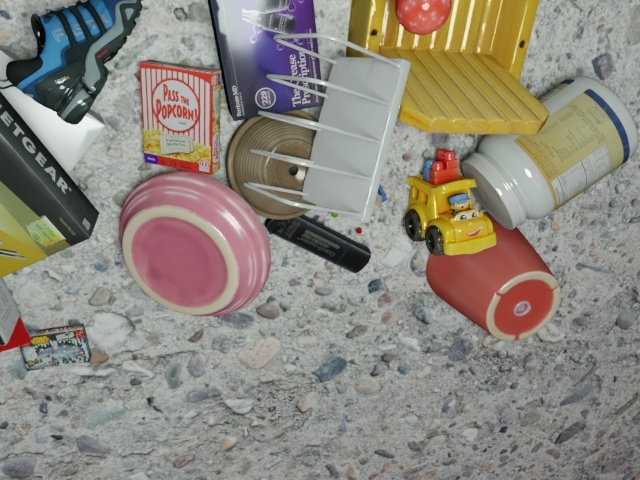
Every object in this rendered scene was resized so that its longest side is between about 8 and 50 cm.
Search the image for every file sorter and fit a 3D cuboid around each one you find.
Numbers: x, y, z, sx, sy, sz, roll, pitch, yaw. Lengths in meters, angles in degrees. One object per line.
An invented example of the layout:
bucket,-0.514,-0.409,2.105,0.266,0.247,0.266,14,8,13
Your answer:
file sorter,-0.004,-0.194,0.936,0.173,0.193,0.277,6,103,-37

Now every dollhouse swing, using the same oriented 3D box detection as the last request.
dollhouse swing,0.262,-0.390,0.997,0.347,0.305,0.315,-1,117,-15

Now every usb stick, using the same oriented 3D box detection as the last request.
usb stick,0.000,0.000,1.274,0.278,0.045,0.077,26,114,-27

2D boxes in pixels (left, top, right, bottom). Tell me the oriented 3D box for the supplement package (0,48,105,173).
supplement package,-0.518,-0.187,0.938,0.194,0.149,0.203,38,90,-29

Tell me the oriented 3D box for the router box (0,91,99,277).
router box,-0.538,-0.088,0.825,0.243,0.081,0.309,-23,125,7

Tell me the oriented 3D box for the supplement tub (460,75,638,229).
supplement tub,0.502,-0.190,1.217,0.316,0.228,0.228,-35,121,3

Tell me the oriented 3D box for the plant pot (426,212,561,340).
plant pot,0.436,0.101,1.344,0.275,0.243,0.275,-7,119,-13

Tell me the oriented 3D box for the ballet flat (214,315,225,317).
ballet flat,-0.238,0.079,1.235,0.079,0.077,0.221,-28,126,-22

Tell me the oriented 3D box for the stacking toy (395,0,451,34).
stacking toy,0.146,-0.491,0.901,0.141,0.141,0.330,0,74,-17

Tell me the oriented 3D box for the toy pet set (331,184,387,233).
toy pet set,0.087,-0.090,1.258,0.122,0.065,0.114,33,138,-26

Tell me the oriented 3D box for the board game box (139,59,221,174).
board game box,-0.264,-0.234,1.033,0.147,0.045,0.193,11,116,12

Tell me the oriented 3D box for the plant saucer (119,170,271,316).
plant saucer,-0.268,0.027,1.100,0.332,0.084,0.332,7,121,12

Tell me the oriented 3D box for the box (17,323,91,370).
box,-0.601,0.242,1.230,0.137,0.027,0.094,-7,117,-13

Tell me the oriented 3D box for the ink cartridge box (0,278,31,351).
ink cartridge box,-0.783,0.167,1.064,0.309,0.130,0.272,-17,115,-8

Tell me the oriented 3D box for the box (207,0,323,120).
box,-0.103,-0.375,1.014,0.184,0.103,0.261,-12,120,-8

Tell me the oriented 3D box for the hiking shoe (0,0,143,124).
hiking shoe,-0.380,-0.339,0.863,0.132,0.113,0.304,29,61,-30

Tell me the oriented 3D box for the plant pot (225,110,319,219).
plant pot,-0.069,-0.150,1.112,0.237,0.110,0.237,-6,108,-18

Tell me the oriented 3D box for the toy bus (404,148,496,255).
toy bus,0.289,-0.092,1.219,0.149,0.220,0.211,-10,113,-15
